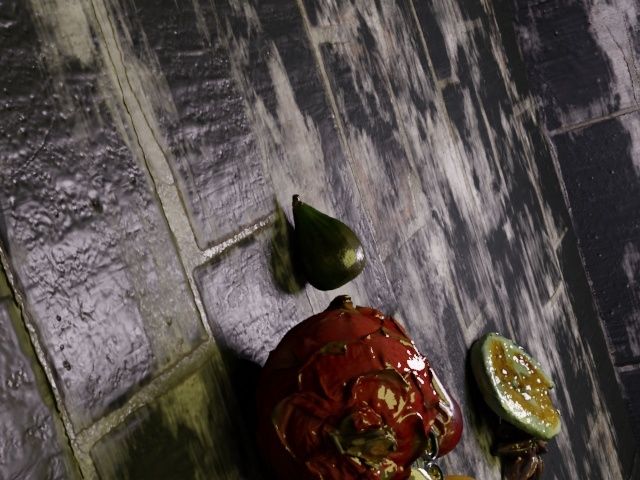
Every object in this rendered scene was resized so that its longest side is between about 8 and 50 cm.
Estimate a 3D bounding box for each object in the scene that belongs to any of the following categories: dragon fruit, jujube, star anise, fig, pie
[{"bbox_3d":[0.035,0.239,1.504,0.342,0.277,0.277,-105,171,-70],"label":"dragon fruit"},{"bbox_3d":[0.165,0.297,1.863,0.230,0.155,0.155,65,28,-11],"label":"jujube"},{"bbox_3d":[0.484,0.490,2.461,0.229,0.093,0.236,37,42,-43],"label":"star anise"},{"bbox_3d":[0.000,0.000,1.757,0.177,0.117,0.117,56,25,9],"label":"fig"},{"bbox_3d":[0.468,0.347,2.420,0.302,0.067,0.302,34,34,-27],"label":"pie"}]

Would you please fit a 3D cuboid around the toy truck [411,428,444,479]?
[{"bbox_3d":[0.116,0.440,1.710,0.175,0.146,0.367,1,74,-55],"label":"toy truck"}]

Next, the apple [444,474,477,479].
[{"bbox_3d":[0.236,0.521,1.869,0.155,0.182,0.182,29,52,-45],"label":"apple"}]

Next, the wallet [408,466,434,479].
[{"bbox_3d":[0.122,0.511,1.560,0.275,0.068,0.335,-45,103,-17],"label":"wallet"}]
